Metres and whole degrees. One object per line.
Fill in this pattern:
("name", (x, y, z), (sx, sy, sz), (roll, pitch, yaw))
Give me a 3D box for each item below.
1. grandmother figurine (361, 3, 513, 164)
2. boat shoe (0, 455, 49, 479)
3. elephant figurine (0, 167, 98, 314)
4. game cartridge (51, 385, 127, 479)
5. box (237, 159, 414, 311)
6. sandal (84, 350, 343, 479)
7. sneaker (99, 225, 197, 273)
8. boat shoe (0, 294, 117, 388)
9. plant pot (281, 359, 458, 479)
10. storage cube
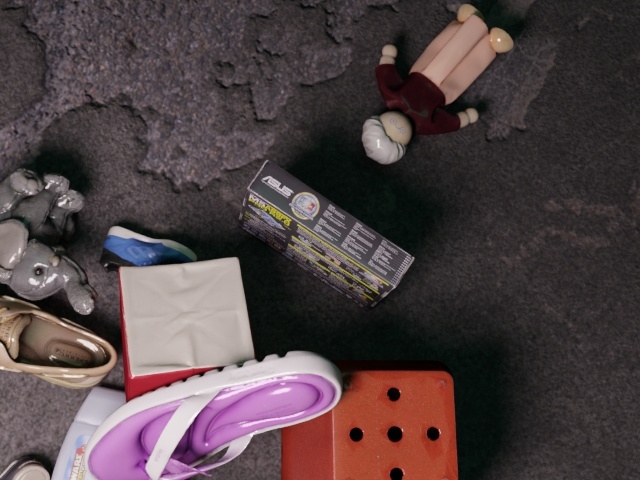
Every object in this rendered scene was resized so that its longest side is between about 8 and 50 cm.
("grandmother figurine", (0.186, -0.270, 1.698), (0.208, 0.104, 0.342), (35, 70, 10))
("boat shoe", (-0.485, 0.412, 1.438), (0.075, 0.065, 0.206), (42, 82, -34))
("elephant figurine", (-0.446, 0.021, 1.460), (0.169, 0.186, 0.239), (18, 52, -32))
("game cartridge", (-0.311, 0.382, 1.470), (0.198, 0.062, 0.297), (13, 74, -10))
("box", (0.000, 0.000, 1.534), (0.270, 0.216, 0.060), (33, 72, 1))
("sandal", (-0.162, 0.269, 1.331), (0.416, 0.169, 0.102), (-28, 40, 19))
("sneaker", (-0.282, 0.037, 1.558), (0.152, 0.058, 0.084), (17, 68, 0))
("boat shoe", (-0.471, 0.134, 1.436), (0.341, 0.110, 0.121), (16, 68, -21))
("plant pot", (0.085, 0.300, 1.460), (0.267, 0.236, 0.267), (1, 75, -9))
("storage cube", (-0.203, 0.158, 1.443), (0.184, 0.193, 0.215), (-4, 57, -13))
